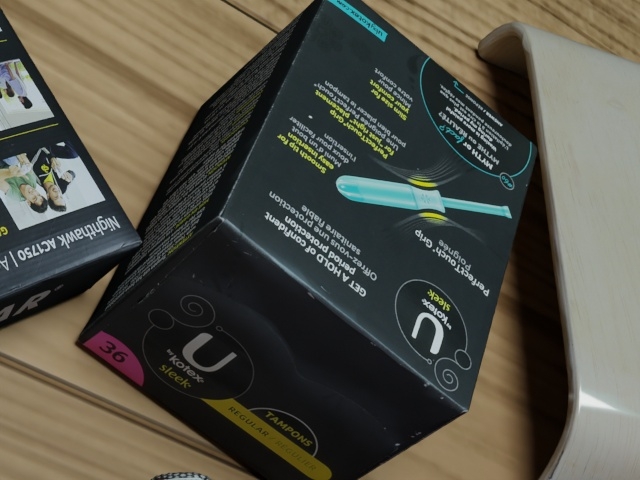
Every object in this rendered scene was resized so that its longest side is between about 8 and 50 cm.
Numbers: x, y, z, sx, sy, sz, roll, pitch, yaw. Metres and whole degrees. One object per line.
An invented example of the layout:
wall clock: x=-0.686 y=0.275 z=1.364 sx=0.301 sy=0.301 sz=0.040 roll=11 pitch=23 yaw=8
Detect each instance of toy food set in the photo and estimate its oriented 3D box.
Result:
toy food set: x=0.190 y=0.030 z=0.804 sx=0.219 sy=0.092 sz=0.306 roll=16 pitch=49 yaw=-21

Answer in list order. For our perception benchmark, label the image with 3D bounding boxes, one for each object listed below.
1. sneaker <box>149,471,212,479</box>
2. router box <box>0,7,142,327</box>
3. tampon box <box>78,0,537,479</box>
sneaker: x=0.009 y=0.155 z=0.525 sx=0.221 sy=0.083 sz=0.087 roll=42 pitch=32 yaw=-17
router box: x=-0.163 y=-0.022 z=0.514 sx=0.179 sy=0.046 sz=0.133 roll=-24 pitch=80 yaw=-50
tampon box: x=0.000 y=0.000 z=0.613 sx=0.120 sy=0.101 sz=0.161 roll=39 pitch=42 yaw=-15
